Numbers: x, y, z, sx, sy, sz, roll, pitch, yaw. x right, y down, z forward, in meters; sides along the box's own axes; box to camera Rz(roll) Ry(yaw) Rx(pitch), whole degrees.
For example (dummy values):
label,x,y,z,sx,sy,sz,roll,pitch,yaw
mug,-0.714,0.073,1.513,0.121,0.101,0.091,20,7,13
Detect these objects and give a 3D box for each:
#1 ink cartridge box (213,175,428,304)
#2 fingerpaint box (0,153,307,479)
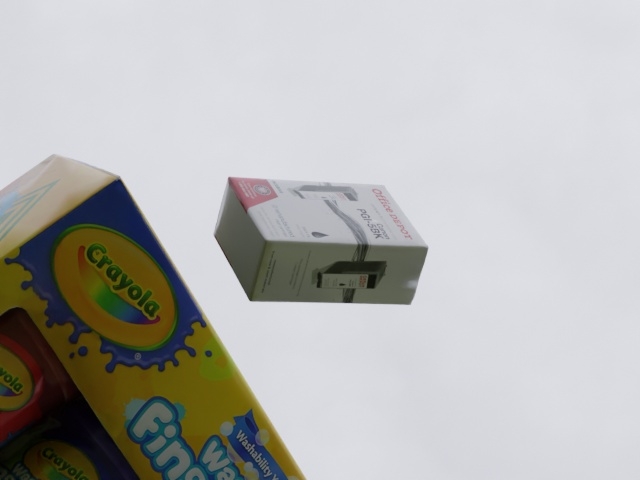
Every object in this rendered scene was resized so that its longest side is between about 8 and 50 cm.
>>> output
label,x,y,z,sx,sy,sz,roll,pitch,yaw
ink cartridge box,0.000,0.000,1.296,0.135,0.099,0.056,2,-59,-25
fingerpaint box,-0.223,0.217,1.388,0.163,0.371,0.444,20,-38,61
